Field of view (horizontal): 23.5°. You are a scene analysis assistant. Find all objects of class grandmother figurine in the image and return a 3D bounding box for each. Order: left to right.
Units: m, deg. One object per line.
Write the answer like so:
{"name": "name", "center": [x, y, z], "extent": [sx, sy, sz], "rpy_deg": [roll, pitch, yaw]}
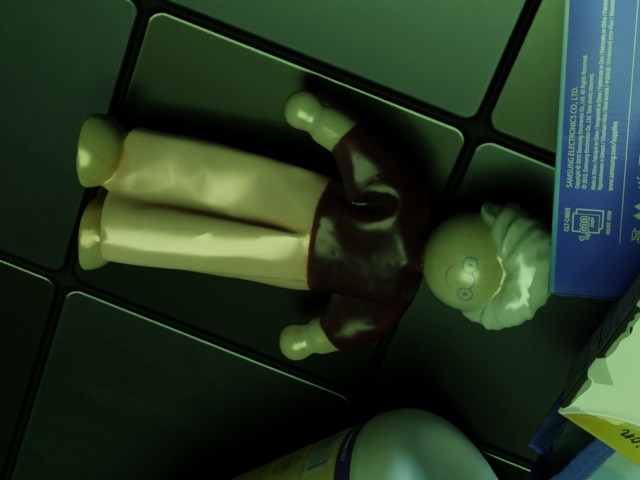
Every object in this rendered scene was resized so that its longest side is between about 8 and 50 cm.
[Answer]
{"name": "grandmother figurine", "center": [0.000, 0.000, 1.097], "extent": [0.342, 0.104, 0.208], "rpy_deg": [9, 128, 10]}

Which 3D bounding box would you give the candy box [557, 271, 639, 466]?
{"name": "candy box", "center": [0.259, 0.039, 0.832], "extent": [0.159, 0.071, 0.233], "rpy_deg": [33, 113, 4]}

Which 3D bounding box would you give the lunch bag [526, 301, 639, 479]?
{"name": "lunch bag", "center": [0.362, 0.096, 0.990], "extent": [0.328, 0.239, 0.385], "rpy_deg": [30, 109, -2]}

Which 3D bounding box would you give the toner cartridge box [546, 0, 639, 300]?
{"name": "toner cartridge box", "center": [0.188, -0.151, 0.937], "extent": [0.075, 0.165, 0.348], "rpy_deg": [4, 118, 10]}

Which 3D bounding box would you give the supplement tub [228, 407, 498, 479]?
{"name": "supplement tub", "center": [-0.020, 0.292, 1.172], "extent": [0.331, 0.241, 0.241], "rpy_deg": [-27, 109, 23]}
